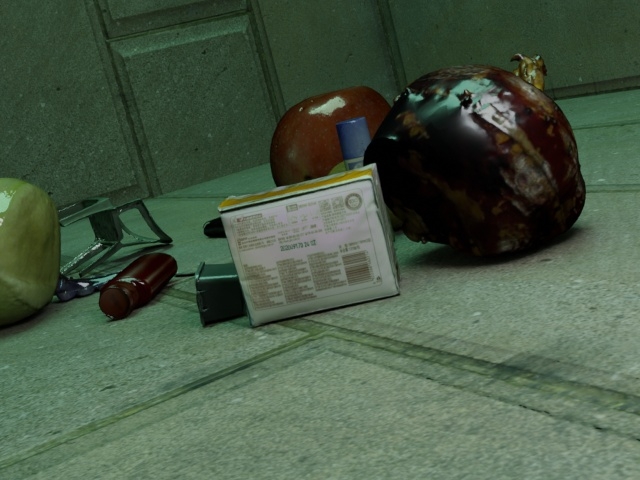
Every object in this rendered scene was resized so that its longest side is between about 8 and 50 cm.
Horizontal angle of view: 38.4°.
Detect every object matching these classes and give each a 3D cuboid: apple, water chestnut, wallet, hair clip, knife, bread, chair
[{"bbox_3d":[0.037,-0.228,2.275,0.348,0.277,0.348,-14,11,3],"label":"apple"},{"bbox_3d":[0.256,-0.143,1.397,0.347,0.335,0.335,-47,22,-19],"label":"water chestnut"},{"bbox_3d":[-0.140,-0.050,2.218,0.172,0.045,0.318,-23,14,-32],"label":"wallet"},{"bbox_3d":[-0.488,0.082,1.979,0.195,0.052,0.124,-13,14,-23],"label":"hair clip"},{"bbox_3d":[-0.192,0.052,1.810,0.298,0.017,0.047,-12,8,38],"label":"knife"},{"bbox_3d":[-0.653,0.023,1.823,0.237,0.321,0.320,1,10,-2],"label":"bread"},{"bbox_3d":[-0.531,-0.020,2.291,0.274,0.191,0.203,-30,18,-31],"label":"chair"}]

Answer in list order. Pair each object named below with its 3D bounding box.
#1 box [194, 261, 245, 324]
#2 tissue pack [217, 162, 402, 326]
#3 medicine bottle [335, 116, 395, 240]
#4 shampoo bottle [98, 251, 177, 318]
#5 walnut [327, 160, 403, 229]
[{"bbox_3d":[-0.155,0.078,1.439,0.069,0.084,0.122,-7,11,-1],"label":"box"},{"bbox_3d":[-0.010,0.004,1.335,0.225,0.185,0.124,-13,10,8],"label":"tissue pack"},{"bbox_3d":[0.081,-0.105,1.660,0.059,0.231,0.059,-14,10,3],"label":"medicine bottle"},{"bbox_3d":[-0.347,0.083,1.724,0.102,0.064,0.260,-9,11,8],"label":"shampoo bottle"},{"bbox_3d":[0.107,-0.092,1.781,0.197,0.165,0.165,1,17,31],"label":"walnut"}]
